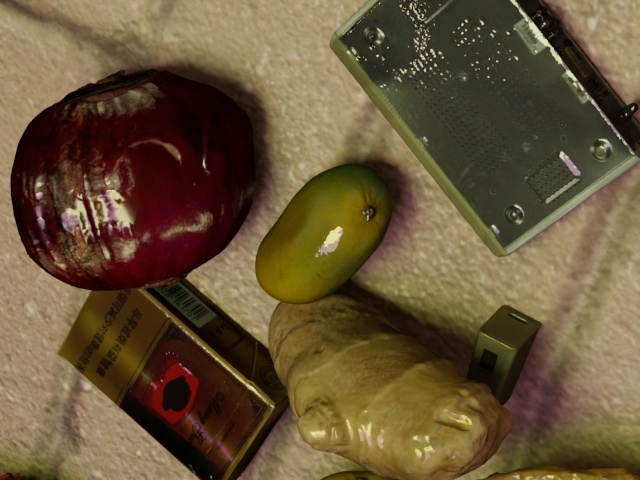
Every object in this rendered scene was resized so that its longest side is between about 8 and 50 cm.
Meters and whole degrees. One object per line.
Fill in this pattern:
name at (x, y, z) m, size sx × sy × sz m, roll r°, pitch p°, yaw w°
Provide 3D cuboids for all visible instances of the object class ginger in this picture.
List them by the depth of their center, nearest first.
ginger at (0.042, 0.136, 1.736) m, size 0.354 × 0.190 × 0.126 m, roll -142°, pitch 41°, yaw -60°

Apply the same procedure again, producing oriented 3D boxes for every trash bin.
trash bin at (0.171, 0.119, 1.741) m, size 0.043 × 0.061 × 0.092 m, roll 26°, pitch 125°, yaw 19°

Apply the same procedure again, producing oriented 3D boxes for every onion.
onion at (-0.176, -0.053, 1.770) m, size 0.206 × 0.207 × 0.216 m, roll -6°, pitch 102°, yaw 27°

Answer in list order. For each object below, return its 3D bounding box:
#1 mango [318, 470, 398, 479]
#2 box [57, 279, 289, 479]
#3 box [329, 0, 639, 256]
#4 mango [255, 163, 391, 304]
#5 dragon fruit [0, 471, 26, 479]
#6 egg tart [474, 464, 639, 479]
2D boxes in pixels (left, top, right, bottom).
mango at (0.023, 0.332, 1.896) m, size 0.156 × 0.114 × 0.251 m, roll 38°, pitch 139°, yaw -4°
box at (-0.153, 0.138, 1.938) m, size 0.240 × 0.071 × 0.159 m, roll 41°, pitch 123°, yaw 10°
box at (0.153, -0.138, 1.648) m, size 0.211 × 0.045 × 0.270 m, roll -37°, pitch 89°, yaw 38°
mango at (0.001, 0.002, 1.756) m, size 0.085 × 0.122 × 0.191 m, roll 21°, pitch 136°, yaw -23°
dragon fruit at (-0.356, 0.360, 2.093) m, size 0.209 × 0.172 × 0.172 m, roll 34°, pitch 125°, yaw 27°
egg tart at (0.251, 0.417, 1.706) m, size 0.443 × 0.178 × 0.443 m, roll 8°, pitch 118°, yaw 14°
